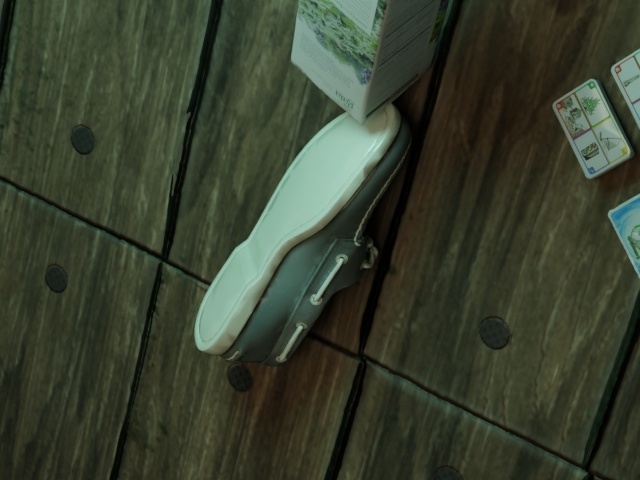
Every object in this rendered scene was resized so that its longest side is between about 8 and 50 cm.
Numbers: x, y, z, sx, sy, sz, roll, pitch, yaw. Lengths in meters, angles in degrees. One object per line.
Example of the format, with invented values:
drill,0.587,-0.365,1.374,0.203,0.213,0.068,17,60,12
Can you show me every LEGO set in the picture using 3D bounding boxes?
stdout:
LEGO set,0.325,-0.053,1.420,0.182,0.060,0.244,-34,76,37

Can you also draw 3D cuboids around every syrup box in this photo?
syrup box,0.046,-0.207,1.438,0.093,0.096,0.237,44,160,14

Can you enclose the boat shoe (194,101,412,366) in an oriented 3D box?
boat shoe,0.000,0.000,1.615,0.099,0.116,0.319,26,117,-25
